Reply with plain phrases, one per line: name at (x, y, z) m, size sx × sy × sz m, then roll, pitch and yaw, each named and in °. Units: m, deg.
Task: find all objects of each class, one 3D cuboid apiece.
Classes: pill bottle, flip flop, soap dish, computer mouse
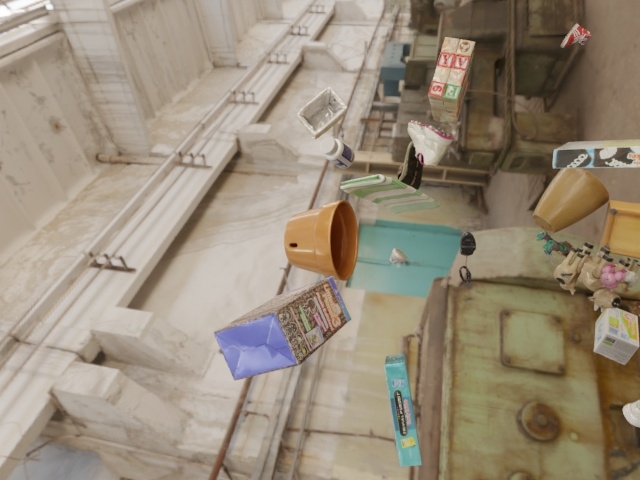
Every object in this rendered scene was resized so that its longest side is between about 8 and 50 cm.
pill bottle at (0.081, -0.439, 2.160) m, size 0.186 × 0.111 × 0.112 m, roll 22°, pitch -107°, yaw -55°
flip flop at (0.381, -0.303, 1.887) m, size 0.080 × 0.112 × 0.277 m, roll -126°, pitch 42°, yaw -59°
soap dish at (1.317, -0.030, 1.778) m, size 0.118 × 0.290 × 0.229 m, roll -12°, pitch -69°, yaw -43°
computer mouse at (0.681, 0.080, 2.027) m, size 0.041 × 0.071 × 0.242 m, roll -45°, pitch -44°, yaw -76°

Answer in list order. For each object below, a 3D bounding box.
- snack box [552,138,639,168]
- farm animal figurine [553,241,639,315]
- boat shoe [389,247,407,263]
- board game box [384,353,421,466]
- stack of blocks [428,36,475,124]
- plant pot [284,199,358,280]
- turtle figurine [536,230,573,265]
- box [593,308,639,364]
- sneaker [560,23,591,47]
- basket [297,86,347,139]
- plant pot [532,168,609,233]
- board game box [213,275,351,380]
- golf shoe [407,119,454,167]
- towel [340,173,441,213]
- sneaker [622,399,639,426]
snack box at (0.837, -0.240, 1.193) m, size 0.187 × 0.321 × 0.060 m, roll -24°, pitch -67°, yaw -46°
farm animal figurine at (0.893, 0.128, 1.405) m, size 0.327 × 0.330 × 0.172 m, roll -54°, pitch -15°, yaw -67°
boat shoe at (0.334, 0.074, 1.903) m, size 0.063 × 0.066 × 0.184 m, roll -44°, pitch -10°, yaw 11°
board game box at (0.300, 0.607, 1.601) m, size 0.254 × 0.079 × 0.336 m, roll 37°, pitch -136°, yaw -77°
stack of blocks at (0.419, -0.496, 1.389) m, size 0.297 × 0.087 × 0.171 m, roll -1°, pitch -73°, yaw -73°
plant pot at (0.000, 0.000, 1.603) m, size 0.291 × 0.203 × 0.291 m, roll 0°, pitch -90°, yaw -65°
turtle figurine at (1.113, 0.053, 2.022) m, size 0.118 × 0.234 × 0.175 m, roll -54°, pitch 21°, yaw 9°
box at (1.140, 0.358, 1.677) m, size 0.203 × 0.114 × 0.103 m, roll -41°, pitch -33°, yaw -49°
sneaker at (0.848, -0.667, 1.439) m, size 0.118 × 0.067 × 0.042 m, roll -49°, pitch -10°, yaw -21°
basket at (0.007, -0.479, 1.662) m, size 0.167 × 0.113 × 0.103 m, roll -40°, pitch -2°, yaw -1°
plant pot at (1.078, -0.161, 1.928) m, size 0.254 × 0.237 × 0.237 m, roll -43°, pitch -13°, yaw 0°
board game box at (-0.095, 0.234, 1.189) m, size 0.291 × 0.232 × 0.141 m, roll -24°, pitch -89°, yaw -58°
golf shoe at (0.378, -0.360, 1.604) m, size 0.306 × 0.115 × 0.140 m, roll -103°, pitch 28°, yaw -67°
towel at (0.270, -0.174, 1.689) m, size 0.324 × 0.247 × 0.038 m, roll 20°, pitch -105°, yaw -35°
sneaker at (1.079, 0.531, 1.337) m, size 0.115 × 0.232 × 0.090 m, roll 83°, pitch -173°, yaw -49°
